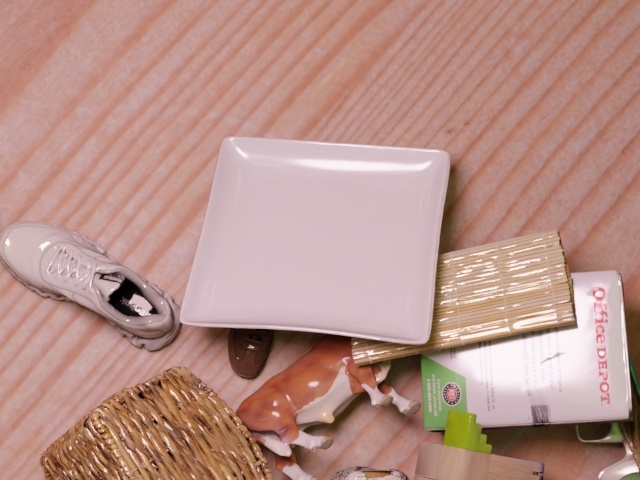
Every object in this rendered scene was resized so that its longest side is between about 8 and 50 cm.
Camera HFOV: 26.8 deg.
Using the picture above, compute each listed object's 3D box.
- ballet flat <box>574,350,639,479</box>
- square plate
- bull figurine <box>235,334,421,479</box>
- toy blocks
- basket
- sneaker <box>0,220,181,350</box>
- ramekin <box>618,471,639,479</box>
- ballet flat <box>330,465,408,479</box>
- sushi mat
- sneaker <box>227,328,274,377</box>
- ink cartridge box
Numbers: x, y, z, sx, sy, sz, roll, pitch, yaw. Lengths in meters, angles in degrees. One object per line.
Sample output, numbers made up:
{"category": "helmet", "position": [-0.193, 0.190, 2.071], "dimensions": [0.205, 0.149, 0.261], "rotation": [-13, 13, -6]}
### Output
{"category": "ballet flat", "position": [0.442, 0.284, 1.965], "dimensions": [0.124, 0.116, 0.342], "rotation": [-25, 80, 4]}
{"category": "square plate", "position": [0.000, 0.000, 1.926], "dimensions": [0.347, 0.049, 0.344], "rotation": [4, 54, 8]}
{"category": "bull figurine", "position": [0.023, 0.205, 1.923], "dimensions": [0.310, 0.101, 0.188], "rotation": [-39, 48, -4]}
{"category": "toy blocks", "position": [0.242, 0.442, 1.857], "dimensions": [0.261, 0.191, 0.381], "rotation": [15, 81, -33]}
{"category": "basket", "position": [-0.214, 0.351, 1.886], "dimensions": [0.213, 0.223, 0.299], "rotation": [-27, 80, -41]}
{"category": "sneaker", "position": [-0.331, 0.052, 1.927], "dimensions": [0.292, 0.118, 0.110], "rotation": [27, 79, 2]}
{"category": "ramekin", "position": [0.423, 0.460, 1.808], "dimensions": [0.148, 0.303, 0.303], "rotation": [28, 76, 26]}
{"category": "ballet flat", "position": [0.073, 0.347, 1.946], "dimensions": [0.114, 0.041, 0.041], "rotation": [1, 79, -5]}
{"category": "sushi mat", "position": [0.193, 0.079, 1.881], "dimensions": [0.317, 0.019, 0.151], "rotation": [-12, 54, 10]}
{"category": "sneaker", "position": [-0.092, 0.105, 1.961], "dimensions": [0.066, 0.071, 0.188], "rotation": [14, 77, -3]}
{"category": "ink cartridge box", "position": [0.294, 0.162, 1.917], "dimensions": [0.289, 0.121, 0.211], "rotation": [-4, 78, 15]}
